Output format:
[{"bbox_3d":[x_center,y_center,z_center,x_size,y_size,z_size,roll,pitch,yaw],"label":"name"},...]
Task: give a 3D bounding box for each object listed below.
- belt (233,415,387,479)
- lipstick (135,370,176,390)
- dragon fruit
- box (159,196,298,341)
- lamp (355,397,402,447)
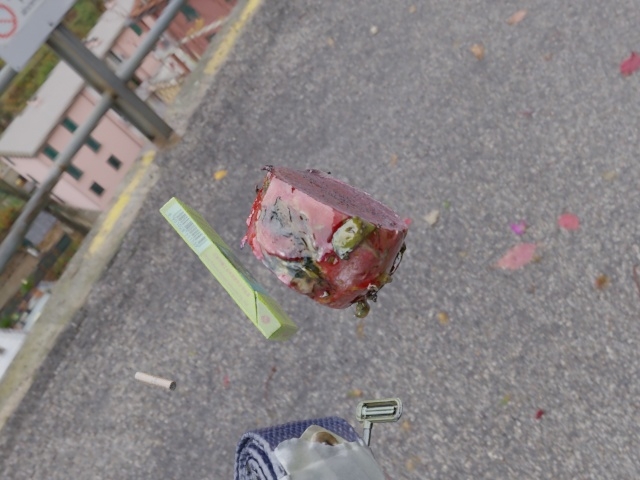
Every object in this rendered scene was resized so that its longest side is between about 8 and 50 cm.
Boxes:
[{"bbox_3d":[-0.005,0.270,0.686,0.139,0.126,0.230,-52,50,49],"label":"belt"},{"bbox_3d":[-0.302,0.257,1.453,0.094,0.019,0.019,6,61,36],"label":"lipstick"},{"bbox_3d":[0.000,0.000,1.021,0.147,0.211,0.282,-67,17,12],"label":"dragon fruit"},{"bbox_3d":[-0.179,0.064,1.592,0.047,0.187,0.335,-41,78,-1],"label":"box"},{"bbox_3d":[0.073,0.474,1.824,0.283,0.124,0.203,-29,-8,-36],"label":"lamp"}]
